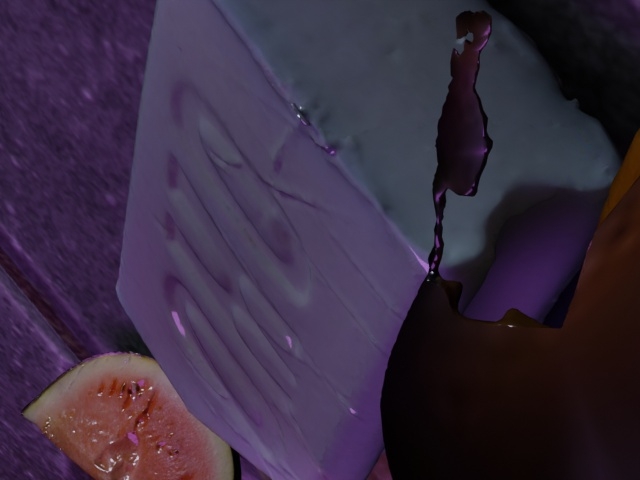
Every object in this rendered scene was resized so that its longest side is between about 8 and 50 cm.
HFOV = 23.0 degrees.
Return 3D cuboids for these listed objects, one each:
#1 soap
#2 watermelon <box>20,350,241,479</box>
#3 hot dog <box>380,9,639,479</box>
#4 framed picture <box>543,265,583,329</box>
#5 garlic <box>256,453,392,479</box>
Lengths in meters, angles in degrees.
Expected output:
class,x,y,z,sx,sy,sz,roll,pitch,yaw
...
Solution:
class,x,y,z,sx,sy,sz,roll,pitch,yaw
soap,0.000,0.000,0.641,0.173,0.095,0.289,54,155,18
watermelon,-0.101,0.125,1.017,0.163,0.087,0.069,34,-179,23
hot dog,0.144,-0.005,0.415,0.326,0.107,0.194,-32,80,46
framed picture,0.152,0.076,0.560,0.260,0.023,0.189,-17,84,61
garlic,0.027,0.113,0.809,0.195,0.087,0.101,33,127,28
